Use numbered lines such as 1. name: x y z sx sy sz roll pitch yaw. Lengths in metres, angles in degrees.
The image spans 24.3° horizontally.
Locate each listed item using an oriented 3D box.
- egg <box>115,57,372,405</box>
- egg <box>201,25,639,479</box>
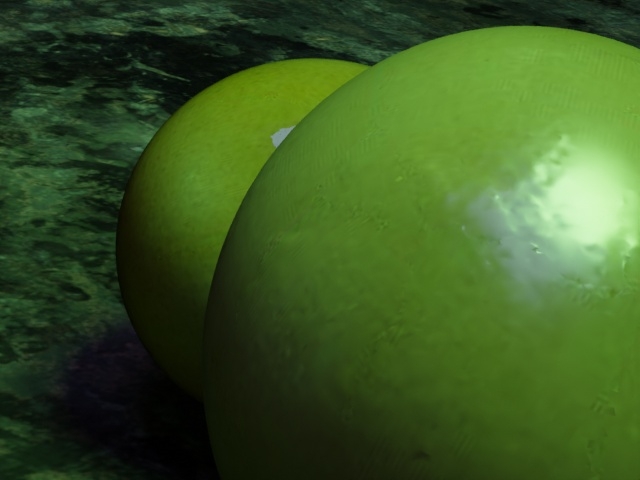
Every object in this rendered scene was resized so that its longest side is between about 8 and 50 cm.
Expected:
1. egg: 0.000 0.000 1.027 0.250 0.250 0.322 17 14 22
2. egg: 0.092 0.055 0.718 0.301 0.301 0.374 11 29 10
